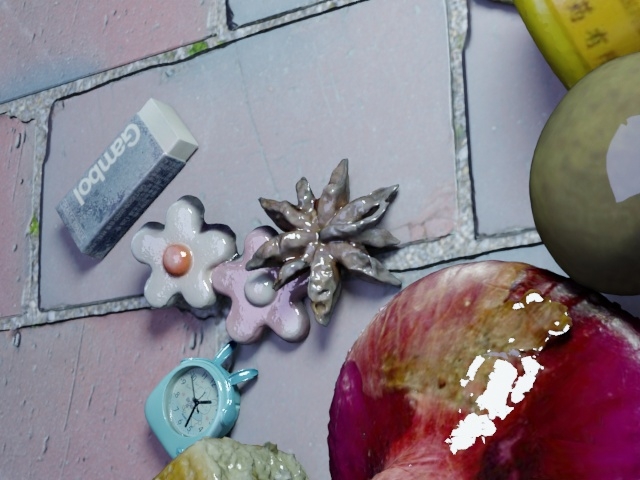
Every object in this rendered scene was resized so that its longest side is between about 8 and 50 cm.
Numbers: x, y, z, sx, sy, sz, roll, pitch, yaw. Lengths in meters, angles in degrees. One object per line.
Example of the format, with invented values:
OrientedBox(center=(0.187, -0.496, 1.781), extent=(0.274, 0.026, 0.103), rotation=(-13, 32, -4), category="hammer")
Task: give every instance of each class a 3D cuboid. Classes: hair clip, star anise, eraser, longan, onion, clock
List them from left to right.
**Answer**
OrientedBox(center=(-0.259, -0.082, 1.444), extent=(0.212, 0.046, 0.092), rotation=(-47, 58, 16), category="eraser")
OrientedBox(center=(-0.139, 0.189, 1.303), extent=(0.147, 0.045, 0.108), rotation=(-49, 58, 13), category="clock")
OrientedBox(center=(-0.116, 0.039, 1.312), extent=(0.257, 0.075, 0.146), rotation=(22, 86, 31), category="hair clip")
OrientedBox(center=(0.000, 0.000, 1.226), extent=(0.183, 0.065, 0.195), rotation=(-6, 76, 15), category="star anise")
OrientedBox(center=(0.135, 0.194, 0.919), extent=(0.348, 0.385, 0.347), rotation=(5, 99, 33), category="onion")
OrientedBox(center=(0.274, -0.060, 0.904), extent=(0.196, 0.197, 0.220), rotation=(48, 122, 32), category="longan")

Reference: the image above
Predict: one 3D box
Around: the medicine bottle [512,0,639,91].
OrientedBox(center=(0.368, -0.288, 0.970), extent=(0.384, 0.224, 0.224), rotation=(-28, 65, 24), category="medicine bottle")

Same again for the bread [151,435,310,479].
OrientedBox(center=(-0.107, 0.331, 1.157), extent=(0.246, 0.196, 0.176), rotation=(-44, 55, 18), category="bread")

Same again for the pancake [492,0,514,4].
OrientedBox(center=(0.233, -0.357, 1.186), extent=(0.222, 0.042, 0.236), rotation=(-37, 62, 17), category="pancake")
